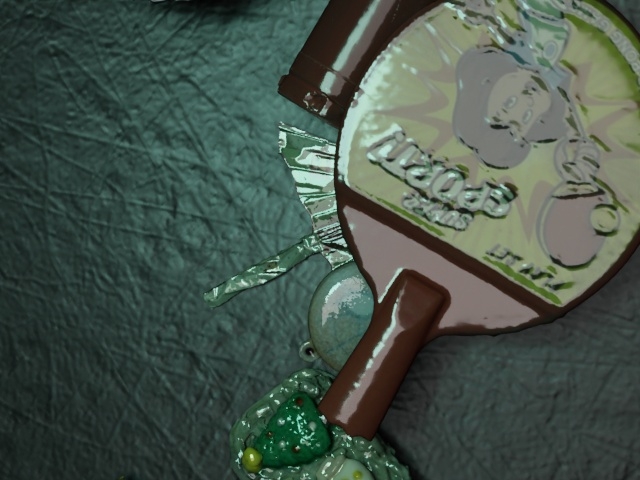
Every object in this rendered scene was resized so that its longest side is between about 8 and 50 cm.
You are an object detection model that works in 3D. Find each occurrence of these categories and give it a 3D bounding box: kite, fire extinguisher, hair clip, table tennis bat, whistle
[{"bbox_3d":[0.000,0.000,1.142,0.250,0.012,0.229,-24,86,11],"label":"kite"},{"bbox_3d":[0.066,-0.224,1.091,0.105,0.105,0.269,31,97,10],"label":"fire extinguisher"},{"bbox_3d":[0.043,0.266,1.094,0.138,0.091,0.321,-39,84,7],"label":"hair clip"},{"bbox_3d":[0.121,-0.022,1.034,0.268,0.051,0.415,31,95,5],"label":"table tennis bat"},{"bbox_3d":[0.078,0.048,1.098,0.220,0.057,0.107,-29,100,2],"label":"whistle"}]

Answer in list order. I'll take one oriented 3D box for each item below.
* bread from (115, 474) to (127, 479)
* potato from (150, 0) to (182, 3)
[{"bbox_3d":[-0.182,0.299,1.168,0.129,0.044,0.126,40,90,12],"label":"bread"},{"bbox_3d":[-0.138,-0.378,1.094,0.246,0.196,0.300,-8,117,-1],"label":"potato"}]
